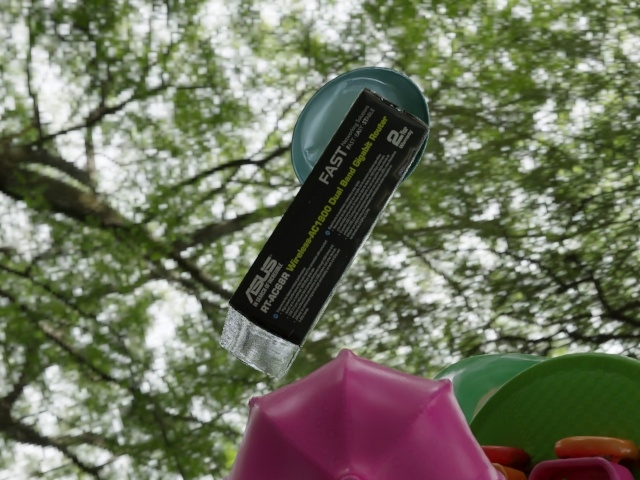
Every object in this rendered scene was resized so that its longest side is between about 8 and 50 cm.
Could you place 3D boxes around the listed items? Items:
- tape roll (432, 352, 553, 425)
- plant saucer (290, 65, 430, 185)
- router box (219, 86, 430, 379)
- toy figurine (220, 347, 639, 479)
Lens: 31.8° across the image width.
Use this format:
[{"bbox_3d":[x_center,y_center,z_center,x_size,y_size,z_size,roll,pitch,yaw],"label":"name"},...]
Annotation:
[{"bbox_3d":[0.217,0.210,0.875,0.321,0.321,0.077,36,-60,31],"label":"tape roll"},{"bbox_3d":[0.029,-0.084,0.884,0.021,0.119,0.119,52,-49,52],"label":"plant saucer"},{"bbox_3d":[0.000,0.000,0.532,0.038,0.122,0.092,30,-17,3],"label":"router box"},{"bbox_3d":[0.027,0.089,0.385,0.173,0.159,0.130,-13,-115,44],"label":"toy figurine"}]
